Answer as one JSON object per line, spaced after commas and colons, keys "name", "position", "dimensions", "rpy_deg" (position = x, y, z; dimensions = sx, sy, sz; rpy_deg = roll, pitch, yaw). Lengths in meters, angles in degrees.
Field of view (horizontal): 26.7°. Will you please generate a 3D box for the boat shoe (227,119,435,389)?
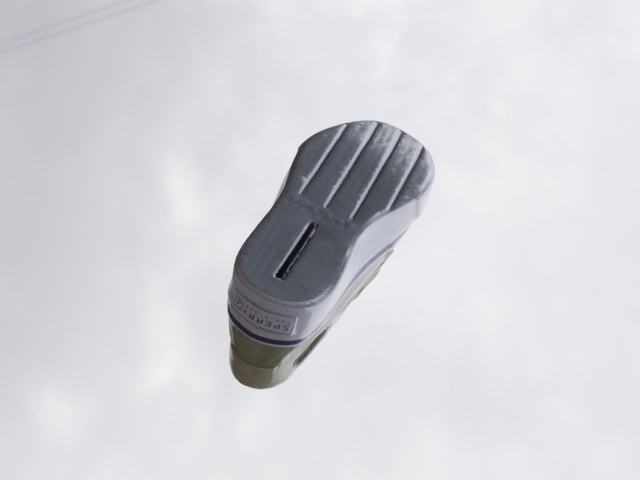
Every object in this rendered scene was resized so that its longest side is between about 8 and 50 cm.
{"name": "boat shoe", "position": [0.000, 0.000, 1.052], "dimensions": [0.109, 0.302, 0.094], "rpy_deg": [29, -53, 10]}
